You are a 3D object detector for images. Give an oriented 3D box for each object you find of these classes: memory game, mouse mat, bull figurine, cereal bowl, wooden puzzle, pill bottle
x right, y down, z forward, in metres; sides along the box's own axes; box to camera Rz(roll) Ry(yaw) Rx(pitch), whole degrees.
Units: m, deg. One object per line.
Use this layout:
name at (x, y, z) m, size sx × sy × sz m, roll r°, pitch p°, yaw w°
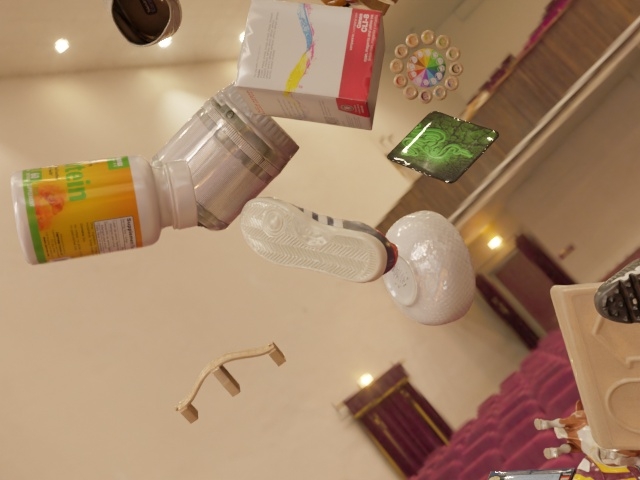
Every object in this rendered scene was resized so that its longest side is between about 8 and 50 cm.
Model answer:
memory game at (0.266, -0.436, 2.162) m, size 0.186 × 0.186 × 0.012 m, roll -41°, pitch -2°, yaw 4°
mouse mat at (0.239, -0.187, 1.697) m, size 0.152 × 0.189 × 0.007 m, roll -46°, pitch -48°, yaw -16°
bull figurine at (0.557, 0.406, 1.744) m, size 0.188 × 0.101 × 0.310 m, roll -5°, pitch 5°, yaw -27°
cereal bowl at (0.279, 0.092, 2.453) m, size 0.141 × 0.339 × 0.339 m, roll -18°, pitch -23°, yaw -29°
wooden puzzle at (0.581, 0.196, 1.412) m, size 0.347 × 0.322 × 0.080 m, roll -7°, pitch 20°, yaw 39°
pill bottle at (-0.307, -0.050, 1.240) m, size 0.245 × 0.137 × 0.136 m, roll -10°, pitch -23°, yaw -14°

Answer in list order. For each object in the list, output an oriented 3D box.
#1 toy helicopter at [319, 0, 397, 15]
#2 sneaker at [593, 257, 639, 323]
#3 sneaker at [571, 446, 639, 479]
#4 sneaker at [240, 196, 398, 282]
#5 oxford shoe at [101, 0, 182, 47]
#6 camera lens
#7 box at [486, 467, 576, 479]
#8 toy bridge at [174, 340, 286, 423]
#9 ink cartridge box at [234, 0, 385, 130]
toy helicopter at (0.028, -0.439, 1.421) m, size 0.140 × 0.234 × 0.355 m, roll -61°, pitch 25°, yaw 6°
sneaker at (0.444, 0.035, 1.100) m, size 0.234 × 0.078 × 0.106 m, roll -25°, pitch 17°, yaw -6°
sneaker at (0.460, 0.373, 1.245) m, size 0.084 × 0.185 × 0.069 m, roll -54°, pitch -29°, yaw -12°
sneaker at (0.000, 0.000, 1.764) m, size 0.148 × 0.350 × 0.131 m, roll -8°, pitch -63°, yaw -59°
oxford shoe at (-0.405, -0.560, 1.652) m, size 0.169 × 0.130 × 0.449 m, roll -15°, pitch -50°, yaw 16°
camera lens at (-0.210, -0.173, 1.842) m, size 0.274 × 0.219 × 0.219 m, roll -45°, pitch -15°, yaw 5°
box at (0.407, 0.516, 1.533) m, size 0.159 × 0.233 × 0.044 m, roll -14°, pitch 17°, yaw 34°
toy bridge at (-0.148, 0.211, 1.324) m, size 0.188 × 0.063 × 0.026 m, roll -33°, pitch 26°, yaw 6°
ink cartridge box at (-0.010, -0.234, 1.151) m, size 0.128 × 0.176 × 0.128 m, roll 54°, pitch -136°, yaw -79°
